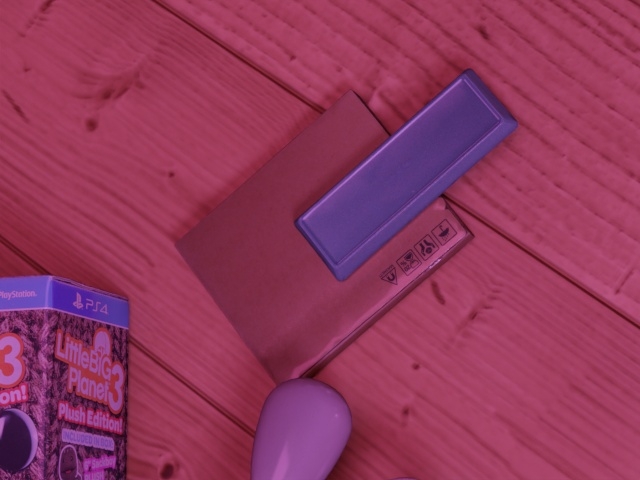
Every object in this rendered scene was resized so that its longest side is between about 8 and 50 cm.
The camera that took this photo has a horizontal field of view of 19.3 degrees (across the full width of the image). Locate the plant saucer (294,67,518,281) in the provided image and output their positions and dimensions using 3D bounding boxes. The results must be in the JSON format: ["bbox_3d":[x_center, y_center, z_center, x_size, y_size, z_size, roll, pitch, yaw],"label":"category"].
[{"bbox_3d":[0.065,-0.054,1.501,0.192,0.018,0.067,-41,69,8],"label":"plant saucer"}]

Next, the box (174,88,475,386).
[{"bbox_3d":[0.000,0.000,1.536,0.201,0.021,0.164,-41,69,9],"label":"box"}]

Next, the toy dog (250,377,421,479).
[{"bbox_3d":[-0.046,0.289,1.455,0.220,0.161,0.333,38,79,25],"label":"toy dog"}]

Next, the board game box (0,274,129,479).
[{"bbox_3d":[-0.292,0.185,1.545,0.232,0.141,0.291,-4,79,19],"label":"board game box"}]
